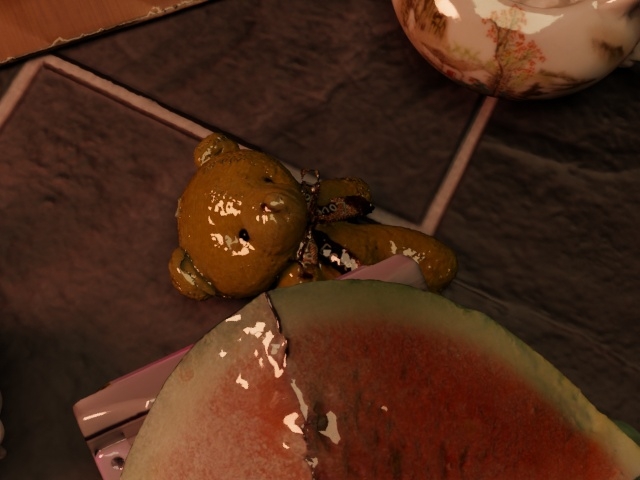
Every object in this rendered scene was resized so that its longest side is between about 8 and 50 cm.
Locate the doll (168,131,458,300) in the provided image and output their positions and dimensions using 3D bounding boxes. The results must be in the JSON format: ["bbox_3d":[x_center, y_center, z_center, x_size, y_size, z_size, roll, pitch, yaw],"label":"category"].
[{"bbox_3d":[0.000,0.000,0.813,0.209,0.097,0.137,15,65,-4],"label":"doll"}]

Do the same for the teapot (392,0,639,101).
[{"bbox_3d":[0.165,-0.204,0.872,0.298,0.139,0.204,23,68,5],"label":"teapot"}]

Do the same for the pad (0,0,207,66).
[{"bbox_3d":[-0.236,-0.283,0.933,0.284,0.018,0.287,-20,73,-11],"label":"pad"}]

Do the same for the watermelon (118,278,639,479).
[{"bbox_3d":[0.025,0.143,0.619,0.260,0.256,0.176,-15,36,-39],"label":"watermelon"}]

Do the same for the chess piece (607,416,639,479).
[{"bbox_3d":[0.226,0.228,0.705,0.175,0.176,0.298,-29,74,-13],"label":"chess piece"}]

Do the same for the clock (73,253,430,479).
[{"bbox_3d":[-0.009,0.139,0.738,0.253,0.083,0.186,-25,99,-12],"label":"clock"}]

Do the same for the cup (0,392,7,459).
[{"bbox_3d":[-0.291,0.097,0.726,0.173,0.167,0.300,-7,97,-16],"label":"cup"}]
